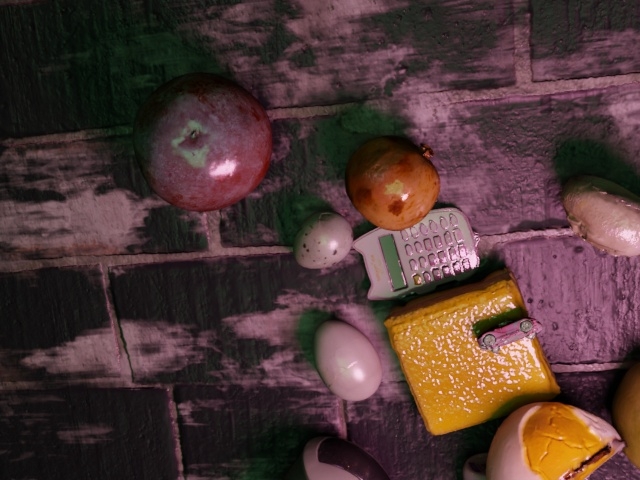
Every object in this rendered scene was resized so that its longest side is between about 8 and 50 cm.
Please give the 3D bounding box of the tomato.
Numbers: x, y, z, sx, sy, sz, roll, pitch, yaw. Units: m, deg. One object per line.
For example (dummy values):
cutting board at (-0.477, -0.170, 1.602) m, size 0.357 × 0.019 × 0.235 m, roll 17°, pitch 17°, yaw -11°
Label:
tomato at (-0.265, -0.220, 1.658) m, size 0.316 × 0.282 × 0.317 m, roll 0°, pitch 91°, yaw 3°

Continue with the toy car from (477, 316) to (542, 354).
toy car at (0.409, 0.200, 1.589) m, size 0.142 × 0.069 × 0.055 m, roll -24°, pitch 60°, yaw 13°

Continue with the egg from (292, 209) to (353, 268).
egg at (0.000, 0.000, 1.730) m, size 0.164 × 0.131 × 0.131 m, roll -30°, pitch 96°, yaw 28°

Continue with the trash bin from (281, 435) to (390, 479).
trash bin at (-0.010, 0.694, 1.805) m, size 0.280 × 0.280 × 0.432 m, roll 36°, pitch 108°, yaw 1°

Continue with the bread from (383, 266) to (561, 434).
bread at (0.353, 0.265, 1.717) m, size 0.333 × 0.143 × 0.324 m, roll -19°, pitch 99°, yaw 12°

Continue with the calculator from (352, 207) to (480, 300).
calculator at (0.235, 0.031, 1.743) m, size 0.294 × 0.043 × 0.194 m, roll -16°, pitch 98°, yaw 9°

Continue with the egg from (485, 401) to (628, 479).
egg at (0.482, 0.474, 1.619) m, size 0.337 × 0.337 × 0.201 m, roll -43°, pitch 58°, yaw 15°

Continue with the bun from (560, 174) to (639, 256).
bun at (0.619, -0.046, 1.568) m, size 0.239 × 0.239 × 0.141 m, roll 30°, pitch 106°, yaw 2°

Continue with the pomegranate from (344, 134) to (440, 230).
pomegranate at (0.165, -0.134, 1.629) m, size 0.215 × 0.215 × 0.215 m, roll 2°, pitch 102°, yaw 9°

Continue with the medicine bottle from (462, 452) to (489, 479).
medicine bottle at (0.420, 0.643, 1.789) m, size 0.135 × 0.135 × 0.215 m, roll -5°, pitch 101°, yaw 10°

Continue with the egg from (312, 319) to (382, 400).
egg at (0.061, 0.288, 1.766) m, size 0.151 × 0.151 × 0.209 m, roll -35°, pitch 91°, yaw 14°

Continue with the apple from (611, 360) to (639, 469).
apple at (0.795, 0.394, 1.614) m, size 0.291 × 0.254 × 0.292 m, roll 1°, pitch 97°, yaw 8°
